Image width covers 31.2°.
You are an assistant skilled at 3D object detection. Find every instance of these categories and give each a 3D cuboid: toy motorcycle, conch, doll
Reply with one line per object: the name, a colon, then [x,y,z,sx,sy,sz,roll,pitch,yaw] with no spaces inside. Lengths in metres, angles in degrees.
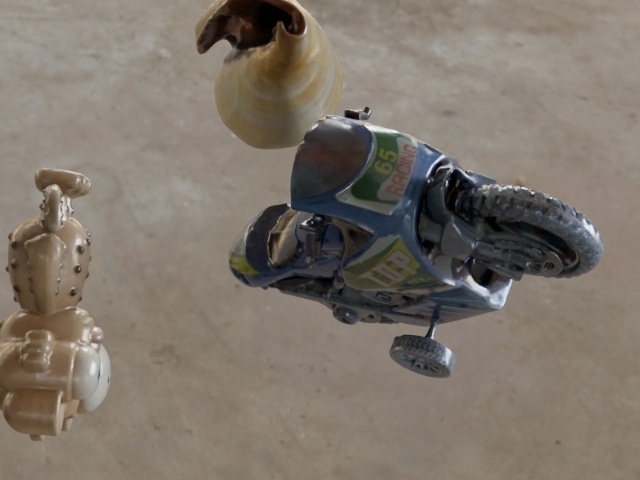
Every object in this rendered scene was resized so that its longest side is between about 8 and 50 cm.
toy motorcycle: [0.027,0.000,0.579,0.135,0.254,0.092,27,70,-15]
conch: [-0.032,-0.180,1.106,0.127,0.255,0.158,-28,89,-19]
doll: [-0.272,0.065,1.165,0.119,0.278,0.154,4,6,-5]
